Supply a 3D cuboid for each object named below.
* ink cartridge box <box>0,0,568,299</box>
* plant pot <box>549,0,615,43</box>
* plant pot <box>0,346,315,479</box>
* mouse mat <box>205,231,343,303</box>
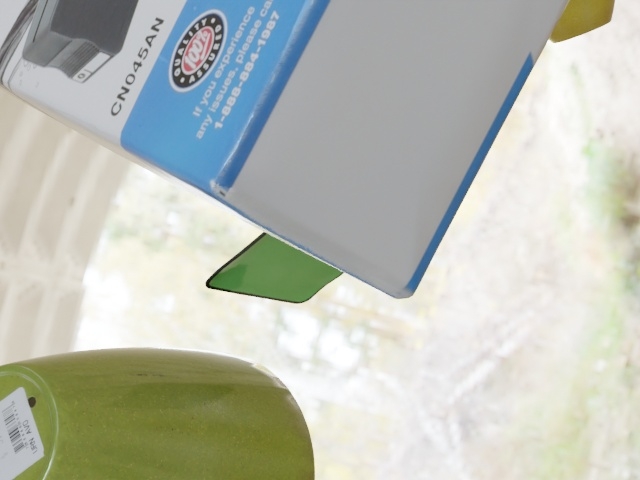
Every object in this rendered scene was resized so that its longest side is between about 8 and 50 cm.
[{"bbox_3d":[-0.052,-0.175,0.960,0.166,0.395,0.285,28,-91,-41],"label":"ink cartridge box"},{"bbox_3d":[0.270,-0.272,1.754,0.095,0.134,0.134,68,-162,-7],"label":"plant pot"},{"bbox_3d":[-0.198,0.208,1.491,0.293,0.275,0.275,27,-103,-53],"label":"plant pot"},{"bbox_3d":[0.000,0.000,1.495,0.190,0.007,0.152,-38,-30,27],"label":"mouse mat"}]
